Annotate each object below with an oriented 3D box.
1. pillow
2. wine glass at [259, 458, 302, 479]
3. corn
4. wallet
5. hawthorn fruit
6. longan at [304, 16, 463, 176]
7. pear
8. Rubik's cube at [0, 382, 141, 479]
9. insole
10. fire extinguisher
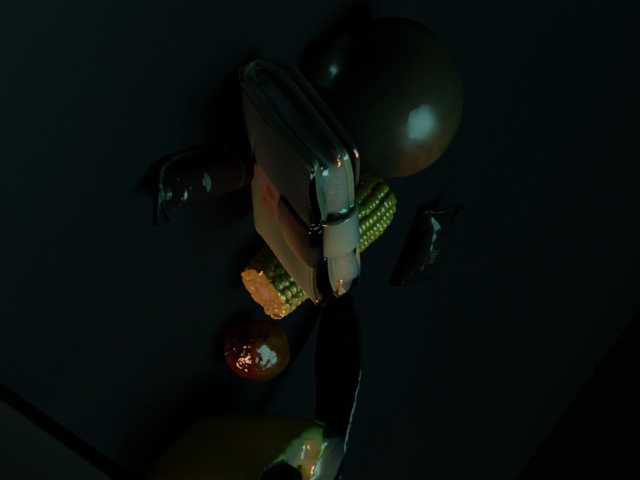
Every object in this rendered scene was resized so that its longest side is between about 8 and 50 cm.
[{"bbox_3d":[0.169,0.010,2.194,0.090,0.048,0.150,-29,145,-57],"label":"pillow"},{"bbox_3d":[-0.048,0.357,1.682,0.074,0.074,0.262,-43,150,-36],"label":"wine glass"},{"bbox_3d":[0.000,0.000,1.751,0.244,0.093,0.093,-41,152,-38],"label":"corn"},{"bbox_3d":[-0.025,-0.058,1.516,0.075,0.176,0.250,-27,148,-17],"label":"wallet"},{"bbox_3d":[-0.084,0.138,1.767,0.081,0.081,0.093,-61,158,3],"label":"hawthorn fruit"},{"bbox_3d":[0.071,-0.169,1.618,0.204,0.159,0.185,22,79,-31],"label":"longan"},{"bbox_3d":[-0.144,0.377,1.820,0.399,0.165,0.399,-49,157,-30],"label":"pear"},{"bbox_3d":[-0.284,0.310,1.271,0.246,0.248,0.250,-49,147,-26],"label":"Rubik's cube"},{"bbox_3d":[0.014,0.222,1.971,0.012,0.110,0.309,7,92,-37],"label":"insole"},{"bbox_3d":[-0.127,-0.062,1.457,0.158,0.043,0.064,-24,109,-57],"label":"fire extinguisher"}]
